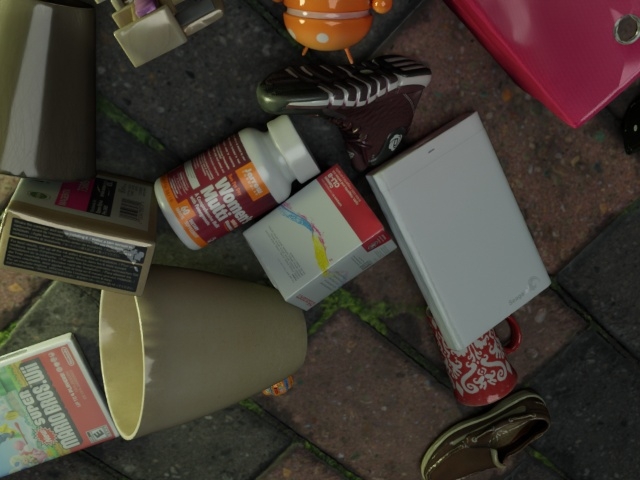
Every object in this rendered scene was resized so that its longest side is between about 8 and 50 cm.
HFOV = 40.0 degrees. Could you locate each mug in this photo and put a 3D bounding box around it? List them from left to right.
[{"bbox_3d":[0.254,0.164,1.469,0.113,0.150,0.169,-10,116,36],"label":"mug"}]

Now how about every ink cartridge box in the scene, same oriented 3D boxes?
[{"bbox_3d":[-0.325,-0.025,1.208,0.193,0.235,0.088,14,110,-15],"label":"ink cartridge box"},{"bbox_3d":[0.000,0.000,1.299,0.176,0.128,0.127,-36,73,3],"label":"ink cartridge box"}]

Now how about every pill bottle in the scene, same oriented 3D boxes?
[{"bbox_3d":[-0.119,-0.088,1.275,0.221,0.121,0.121,-29,114,5],"label":"pill bottle"}]

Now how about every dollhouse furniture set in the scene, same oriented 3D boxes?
[{"bbox_3d":[-0.217,-0.422,1.024,0.198,0.286,0.303,-28,126,3],"label":"dollhouse furniture set"}]

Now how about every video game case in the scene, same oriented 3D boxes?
[{"bbox_3d":[-0.497,0.282,1.429,0.285,0.025,0.204,-19,115,0],"label":"video game case"}]

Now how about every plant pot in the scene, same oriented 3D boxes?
[{"bbox_3d":[-0.168,0.150,1.324,0.273,0.256,0.257,-3,115,-27],"label":"plant pot"}]

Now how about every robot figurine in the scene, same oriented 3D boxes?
[{"bbox_3d":[0.013,-0.351,1.177,0.158,0.128,0.220,-2,114,-8],"label":"robot figurine"}]

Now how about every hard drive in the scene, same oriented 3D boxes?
[{"bbox_3d":[0.217,-0.014,1.346,0.203,0.040,0.308,-33,106,-19],"label":"hard drive"}]

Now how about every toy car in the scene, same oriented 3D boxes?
[{"bbox_3d":[-0.072,0.207,1.455,0.060,0.040,0.122,0,114,-9],"label":"toy car"}]

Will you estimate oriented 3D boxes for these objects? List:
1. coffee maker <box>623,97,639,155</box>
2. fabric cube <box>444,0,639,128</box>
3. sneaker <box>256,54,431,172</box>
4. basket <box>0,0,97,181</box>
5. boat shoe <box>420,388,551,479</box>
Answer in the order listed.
[{"bbox_3d":[0.580,-0.160,1.328,0.178,0.171,0.120,16,93,-17],"label":"coffee maker"},{"bbox_3d":[0.312,-0.351,1.154,0.254,0.259,0.258,-43,113,11],"label":"fabric cube"},{"bbox_3d":[0.034,-0.163,1.242,0.281,0.106,0.163,-13,127,-31],"label":"sneaker"},{"bbox_3d":[-0.384,-0.212,1.169,0.204,0.154,0.227,9,108,-15],"label":"basket"},{"bbox_3d":[0.291,0.362,1.549,0.257,0.095,0.095,-39,113,9],"label":"boat shoe"}]
